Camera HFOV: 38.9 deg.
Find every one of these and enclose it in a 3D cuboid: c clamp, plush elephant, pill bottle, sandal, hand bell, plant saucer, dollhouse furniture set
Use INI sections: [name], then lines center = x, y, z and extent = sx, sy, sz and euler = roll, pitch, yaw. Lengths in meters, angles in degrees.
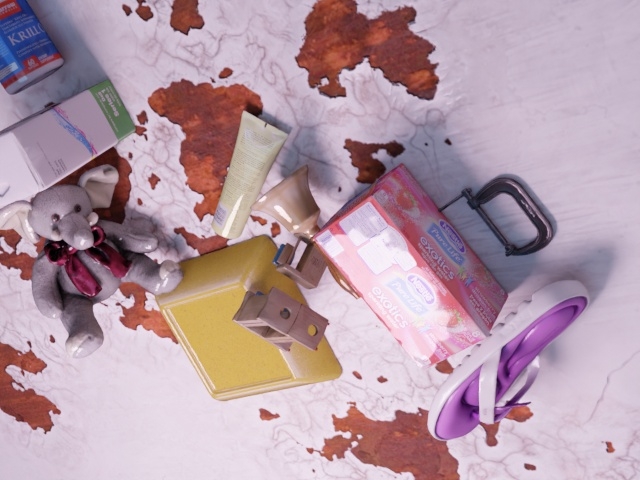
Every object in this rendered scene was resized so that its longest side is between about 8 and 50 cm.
[c clamp]
center = 0.295, -0.034, 1.487
extent = 0.160, 0.022, 0.137
euler = 47, 123, -1
[plush elephant]
center = -0.464, 0.001, 1.749
extent = 0.330, 0.272, 0.255
euler = 43, 159, 35
[pill bottle]
center = -0.586, -0.394, 1.681
extent = 0.124, 0.124, 0.221
euler = -21, 107, 35
[sandal]
center = 0.312, 0.232, 1.525
extent = 0.102, 0.169, 0.416
euler = 60, 136, 36
[hand bell]
center = 0.000, 0.000, 1.579
extent = 0.126, 0.126, 0.242
euler = -37, 91, 38
[plant saucer]
center = -0.170, 0.185, 1.822
extent = 0.333, 0.081, 0.333
euler = -17, 108, 35
[dollhouse furniture set]
center = -0.047, 0.096, 1.673
extent = 0.129, 0.183, 0.129
euler = 33, 160, -20

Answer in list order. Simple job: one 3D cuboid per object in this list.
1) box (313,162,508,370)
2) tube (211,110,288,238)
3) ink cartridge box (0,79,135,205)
[box]
center = 0.155, 0.044, 1.525
extent = 0.300, 0.142, 0.154
euler = 50, 128, -5
[tube]
center = -0.135, -0.113, 1.650
extent = 0.070, 0.062, 0.240
euler = 5, 126, -26
[ink cartridge box]
center = -0.511, -0.174, 1.670
extent = 0.201, 0.278, 0.117
euler = -15, 110, 33
